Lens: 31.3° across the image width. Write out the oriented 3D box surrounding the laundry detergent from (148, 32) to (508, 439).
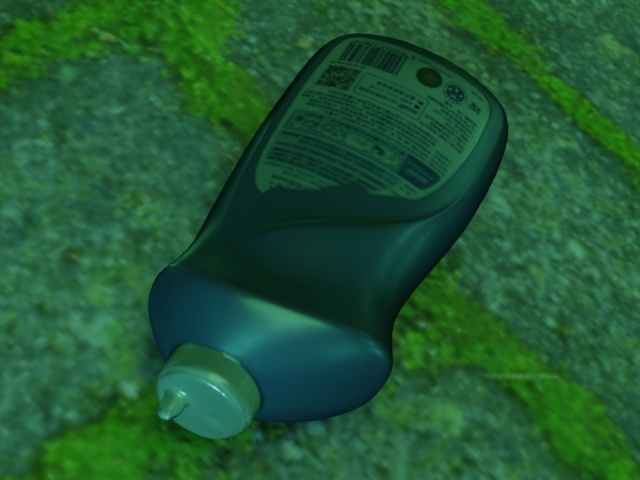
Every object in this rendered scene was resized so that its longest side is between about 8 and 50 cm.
[{"bbox_3d":[0.000,-0.001,0.441,0.096,0.061,0.206,34,48,1],"label":"laundry detergent"}]
